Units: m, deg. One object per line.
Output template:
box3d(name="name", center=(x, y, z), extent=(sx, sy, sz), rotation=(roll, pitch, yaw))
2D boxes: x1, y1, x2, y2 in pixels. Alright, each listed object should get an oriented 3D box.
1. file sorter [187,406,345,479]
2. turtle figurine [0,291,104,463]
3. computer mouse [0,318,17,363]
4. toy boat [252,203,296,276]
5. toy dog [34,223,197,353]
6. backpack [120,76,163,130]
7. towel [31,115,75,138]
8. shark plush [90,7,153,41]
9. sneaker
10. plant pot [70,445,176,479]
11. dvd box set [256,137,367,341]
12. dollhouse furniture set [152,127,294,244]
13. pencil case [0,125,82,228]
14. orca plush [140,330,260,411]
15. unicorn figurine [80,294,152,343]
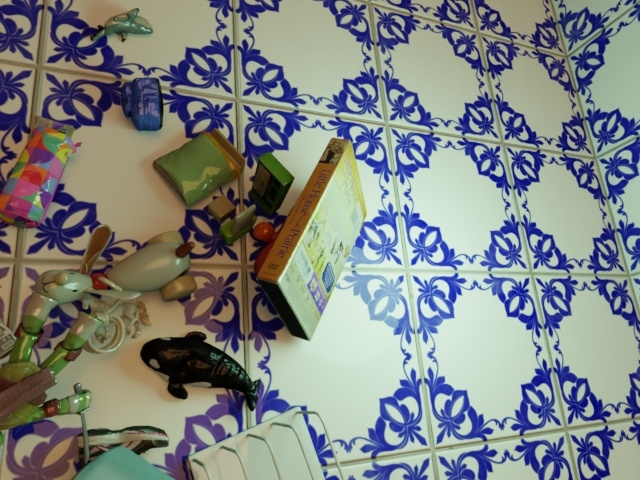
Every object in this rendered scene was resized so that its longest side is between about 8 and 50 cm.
box3d(name="file sorter", center=(-0.108, 0.503, 1.030), extent=(0.277, 0.173, 0.193), rotation=(-15, 79, -28))
box3d(name="turtle figurine", center=(-0.524, 0.247, 0.891), extent=(0.197, 0.275, 0.266), rotation=(17, 71, 22))
box3d(name="computer mouse", center=(-0.684, 0.173, 0.964), extent=(0.193, 0.042, 0.106), rotation=(48, 55, 4))
box3d(name="toy boat", center=(-0.108, -0.001, 1.247), extent=(0.151, 0.151, 0.231), rotation=(20, 60, 17))
box3d(name="toy dog", center=(-0.396, 0.062, 1.023), extent=(0.220, 0.161, 0.333), rotation=(50, 43, 0))
box3d(name="backpack", center=(-0.449, -0.338, 1.221), extent=(0.101, 0.098, 0.120), rotation=(-9, 88, -17))
box3d(name="towel", center=(-0.641, -0.262, 1.154), extent=(0.083, 0.009, 0.060), rotation=(16, 65, -18))
box3d(name="shark plush", center=(-0.533, -0.567, 1.289), extent=(0.161, 0.073, 0.067), rotation=(-39, 120, -34))
box3d(name="sneaker", center=(-0.405, 0.429, 0.992), extent=(0.178, 0.072, 0.077), rotation=(4, 82, -15))
box3d(name="plant pot", center=(-0.384, 0.527, 0.844), extent=(0.248, 0.247, 0.252), rotation=(39, 22, -10))
box3d(name="dvd box set", center=(0.000, 0.000, 1.201), extent=(0.062, 0.308, 0.420), rotation=(14, 61, 22))
box3d(name="dollhouse furniture set", center=(-0.248, -0.172, 1.189), extent=(0.197, 0.151, 0.301), rotation=(-38, 79, -30))
box3d(name="pencil case", center=(-0.627, -0.142, 1.069), extent=(0.104, 0.104, 0.236), rotation=(21, 66, -16))
box3d(name="orca plush", center=(-0.258, 0.294, 1.076), extent=(0.287, 0.102, 0.151), rotation=(39, 61, -7))
box3d(name="unicorn figurine", center=(-0.463, 0.165, 1.061), extent=(0.162, 0.060, 0.111), rotation=(2, 61, -39))
